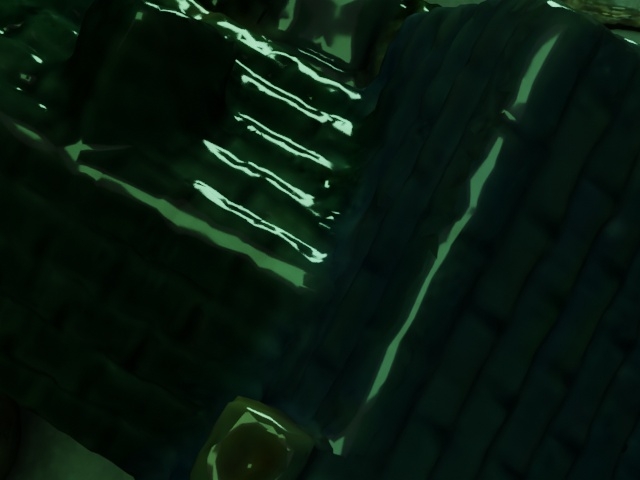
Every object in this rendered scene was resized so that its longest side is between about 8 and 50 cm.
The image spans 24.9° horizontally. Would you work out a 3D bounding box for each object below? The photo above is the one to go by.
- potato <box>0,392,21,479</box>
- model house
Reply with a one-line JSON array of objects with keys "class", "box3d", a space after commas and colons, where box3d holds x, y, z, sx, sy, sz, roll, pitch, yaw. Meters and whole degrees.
[{"class": "potato", "box3d": [-0.312, 0.086, 0.962, 0.165, 0.165, 0.262, -43, 70, -6]}, {"class": "model house", "box3d": [0.000, 0.000, 0.798, 0.445, 0.400, 0.395, 29, 91, 15]}]
